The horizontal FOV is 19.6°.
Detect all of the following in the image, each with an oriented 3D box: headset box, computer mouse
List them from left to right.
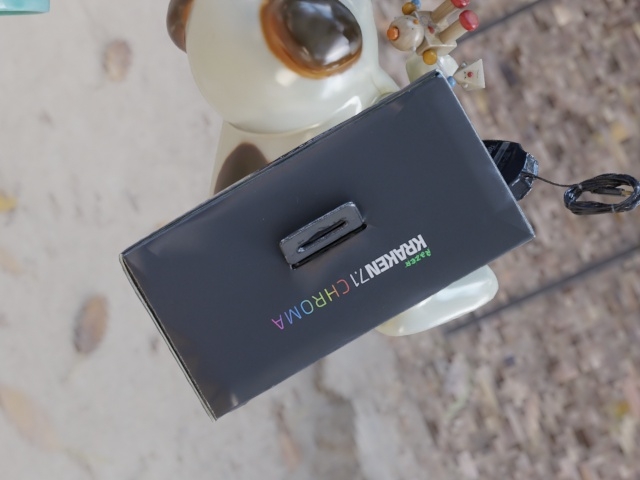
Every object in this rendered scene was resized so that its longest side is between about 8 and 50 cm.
[{"bbox_3d":[0.000,0.000,1.304,0.131,0.246,0.283,60,0,-3],"label":"headset box"},{"bbox_3d":[0.237,-0.059,1.980,0.071,0.242,0.041,-55,138,-23],"label":"computer mouse"}]

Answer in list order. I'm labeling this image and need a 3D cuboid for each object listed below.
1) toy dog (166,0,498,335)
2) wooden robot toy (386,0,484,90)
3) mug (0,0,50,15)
[{"bbox_3d":[-0.032,-0.104,1.977,0.395,0.284,0.408,-23,116,-31],"label":"toy dog"},{"bbox_3d":[0.099,-0.219,1.834,0.079,0.076,0.173,-9,68,-37],"label":"wooden robot toy"},{"bbox_3d":[-0.197,-0.166,0.967,0.129,0.158,0.097,-13,102,-64],"label":"mug"}]
